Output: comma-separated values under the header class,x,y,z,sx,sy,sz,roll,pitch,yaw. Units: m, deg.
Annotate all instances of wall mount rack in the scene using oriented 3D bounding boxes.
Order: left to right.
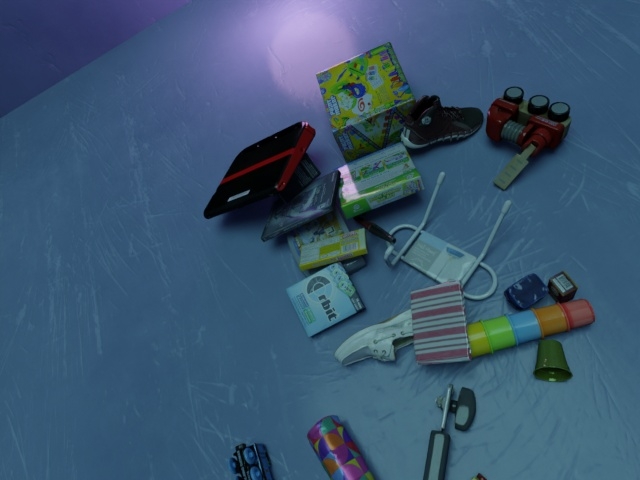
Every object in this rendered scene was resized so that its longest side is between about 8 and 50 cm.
class,x,y,z,sx,sy,sz,roll,pitch,yaw
wall mount rack,0.352,-0.007,1.284,0.350,0.130,0.304,32,78,30

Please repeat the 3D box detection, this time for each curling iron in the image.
class,x,y,z,sx,sy,sz,roll,pitch,yaw
curling iron,0.150,-0.049,1.369,0.035,0.068,0.274,-20,30,-10

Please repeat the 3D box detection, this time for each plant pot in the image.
class,x,y,z,sx,sy,sz,roll,pitch,yaw
plant pot,0.547,0.281,1.093,0.083,0.083,0.079,0,52,21

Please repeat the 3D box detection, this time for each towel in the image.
class,x,y,z,sx,sy,sz,roll,pitch,yaw
towel,0.298,0.206,1.153,0.144,0.029,0.197,-17,63,35

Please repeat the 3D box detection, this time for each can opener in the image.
class,x,y,z,sx,sy,sz,roll,pitch,yaw
can opener,0.296,0.477,1.083,0.093,0.074,0.281,11,68,25

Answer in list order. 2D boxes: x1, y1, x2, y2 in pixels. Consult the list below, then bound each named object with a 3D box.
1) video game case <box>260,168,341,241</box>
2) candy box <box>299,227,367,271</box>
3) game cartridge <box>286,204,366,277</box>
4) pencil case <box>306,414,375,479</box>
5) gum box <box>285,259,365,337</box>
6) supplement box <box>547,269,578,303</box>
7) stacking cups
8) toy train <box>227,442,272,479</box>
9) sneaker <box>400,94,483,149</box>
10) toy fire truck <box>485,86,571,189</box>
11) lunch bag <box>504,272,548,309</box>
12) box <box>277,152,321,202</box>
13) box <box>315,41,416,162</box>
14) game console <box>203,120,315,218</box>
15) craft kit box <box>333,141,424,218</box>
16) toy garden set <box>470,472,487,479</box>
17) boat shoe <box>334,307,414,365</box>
class,x,y,z,sx,sy,sz,roll,pitch,yaw
video game case,-0.061,-0.111,1.475,0.274,0.026,0.196,-23,34,28
candy box,0.037,0.027,1.365,0.205,0.027,0.105,-16,31,13
game cartridge,0.000,0.000,1.463,0.198,0.062,0.297,-26,57,2
pencil case,0.061,0.548,1.125,0.104,0.104,0.236,-37,59,-1
gum box,0.014,0.170,1.344,0.184,0.041,0.157,-29,78,6
supplement box,0.600,0.119,1.148,0.043,0.083,0.055,-31,57,4
stacking cups,0.499,0.213,1.130,0.315,0.096,0.096,-18,59,12
toy train,-0.167,0.608,1.173,0.080,0.105,0.184,-35,56,12
sneaker,0.388,-0.390,1.430,0.281,0.163,0.107,-20,56,-7
toy fire truck,0.571,-0.297,1.360,0.217,0.159,0.246,35,70,31
lunch bag,0.522,0.135,1.183,0.098,0.065,0.067,-31,72,2
box,-0.104,-0.225,1.563,0.158,0.093,0.156,-40,28,-3
box,0.162,-0.470,1.574,0.278,0.177,0.290,-19,59,11
game console,-0.204,-0.233,1.551,0.386,0.060,0.342,-15,43,40
craft kit box,0.174,-0.194,1.444,0.249,0.061,0.247,-21,32,10
toy garden set,0.361,0.652,0.979,0.244,0.049,0.204,36,81,32
boat shoe,0.170,0.274,1.224,0.276,0.098,0.096,-28,56,4
